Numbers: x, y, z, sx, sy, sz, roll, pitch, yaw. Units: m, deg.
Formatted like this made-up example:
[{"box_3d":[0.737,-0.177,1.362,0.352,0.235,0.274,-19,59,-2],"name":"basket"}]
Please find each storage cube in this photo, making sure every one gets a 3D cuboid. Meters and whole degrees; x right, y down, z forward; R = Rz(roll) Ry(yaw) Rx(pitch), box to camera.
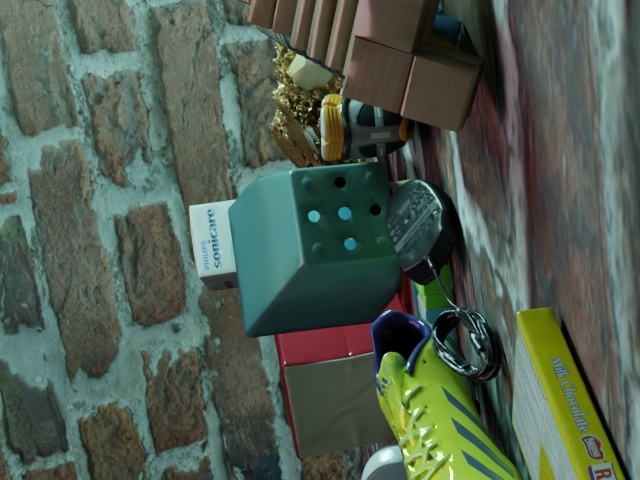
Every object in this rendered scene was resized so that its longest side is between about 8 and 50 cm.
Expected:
[{"box_3d":[0.033,0.167,1.522,0.193,0.183,0.215,-104,6,-54],"name":"storage cube"}]

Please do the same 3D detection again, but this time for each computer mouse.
[{"box_3d":[0.110,0.031,0.912,0.071,0.041,0.242,-50,35,27],"name":"computer mouse"}]

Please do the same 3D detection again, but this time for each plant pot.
[{"box_3d":[0.000,0.000,1.203,0.234,0.165,0.165,127,135,-72],"name":"plant pot"}]

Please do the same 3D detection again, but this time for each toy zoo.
[{"box_3d":[0.114,0.102,1.130,0.192,0.030,0.293,-105,6,-68],"name":"toy zoo"}]

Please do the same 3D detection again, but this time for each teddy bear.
[{"box_3d":[0.016,-0.166,1.373,0.245,0.113,0.338,51,170,16],"name":"teddy bear"}]

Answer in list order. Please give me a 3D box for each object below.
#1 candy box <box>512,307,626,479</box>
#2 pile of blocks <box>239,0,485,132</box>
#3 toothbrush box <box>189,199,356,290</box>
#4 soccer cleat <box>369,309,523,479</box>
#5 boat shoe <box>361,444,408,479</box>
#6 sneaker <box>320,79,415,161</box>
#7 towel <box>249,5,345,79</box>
[{"box_3d":[0.144,0.144,0.588,0.206,0.027,0.105,-102,6,-48],"name":"candy box"},{"box_3d":[0.024,-0.205,0.802,0.362,0.149,0.113,43,130,45],"name":"pile of blocks"},{"box_3d":[-0.062,-0.002,1.817,0.216,0.295,0.126,91,169,-82],"name":"toothbrush box"},{"box_3d":[0.086,0.152,0.854,0.121,0.093,0.289,47,-167,-20],"name":"soccer cleat"},{"box_3d":[0.099,0.272,1.099,0.084,0.095,0.258,-92,-13,-45],"name":"boat shoe"},{"box_3d":[0.059,-0.128,1.089,0.215,0.083,0.084,-61,-31,-63],"name":"sneaker"},{"box_3d":[-0.007,-0.308,0.995,0.312,0.056,0.324,39,148,50],"name":"towel"}]
